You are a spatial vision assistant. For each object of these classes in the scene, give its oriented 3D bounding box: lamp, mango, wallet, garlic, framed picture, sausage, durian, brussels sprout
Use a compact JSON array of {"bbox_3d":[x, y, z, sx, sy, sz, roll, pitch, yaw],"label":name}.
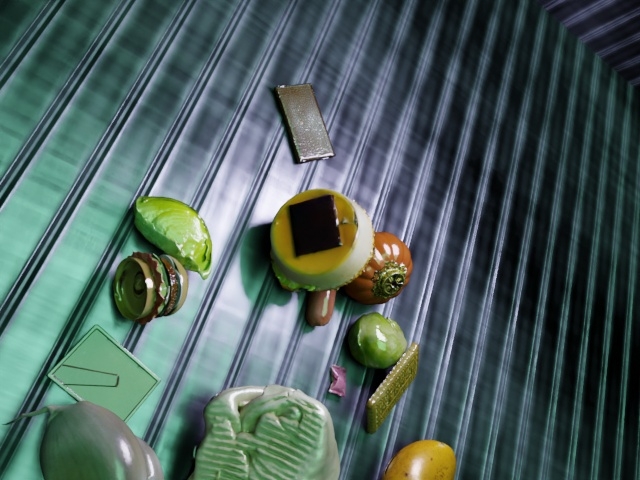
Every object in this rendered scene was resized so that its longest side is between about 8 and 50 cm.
[{"bbox_3d":[0.160,0.081,1.647,0.223,0.196,0.223,-12,119,-23],"label":"lamp"},{"bbox_3d":[0.274,0.669,1.583,0.191,0.160,0.290,51,52,0],"label":"mango"},{"bbox_3d":[-0.049,-0.357,1.732,0.133,0.039,0.243,-17,87,-28],"label":"wallet"},{"bbox_3d":[-0.455,0.479,1.184,0.246,0.231,0.340,-29,73,8],"label":"garlic"},{"bbox_3d":[-0.482,0.310,1.283,0.203,0.015,0.150,46,58,-14],"label":"framed picture"},{"bbox_3d":[0.006,0.149,1.603,0.077,0.077,0.194,19,69,-27],"label":"sausage"},{"bbox_3d":[-0.353,-0.018,1.403,0.250,0.101,0.139,42,57,-17],"label":"durian"},{"bbox_3d":[0.162,0.299,1.632,0.183,0.131,0.145,47,35,-14],"label":"brussels sprout"}]

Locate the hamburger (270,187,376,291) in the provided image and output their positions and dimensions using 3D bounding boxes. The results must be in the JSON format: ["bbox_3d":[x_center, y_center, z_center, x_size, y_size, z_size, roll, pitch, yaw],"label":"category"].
[{"bbox_3d":[0.000,0.000,1.533,0.179,0.294,0.276,52,23,-65],"label":"hamburger"}]

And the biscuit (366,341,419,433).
[{"bbox_3d":[0.211,0.419,1.620,0.254,0.029,0.172,-45,146,-32],"label":"biscuit"}]

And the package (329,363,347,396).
[{"bbox_3d":[0.050,0.391,1.592,0.059,0.029,0.083,25,56,-28],"label":"package"}]

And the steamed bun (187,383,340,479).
[{"bbox_3d":[-0.133,0.509,1.319,0.394,0.237,0.346,-36,68,-3],"label":"steamed bun"}]

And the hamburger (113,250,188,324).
[{"bbox_3d":[-0.381,0.108,1.318,0.137,0.175,0.175,2,76,-47],"label":"hamburger"}]
